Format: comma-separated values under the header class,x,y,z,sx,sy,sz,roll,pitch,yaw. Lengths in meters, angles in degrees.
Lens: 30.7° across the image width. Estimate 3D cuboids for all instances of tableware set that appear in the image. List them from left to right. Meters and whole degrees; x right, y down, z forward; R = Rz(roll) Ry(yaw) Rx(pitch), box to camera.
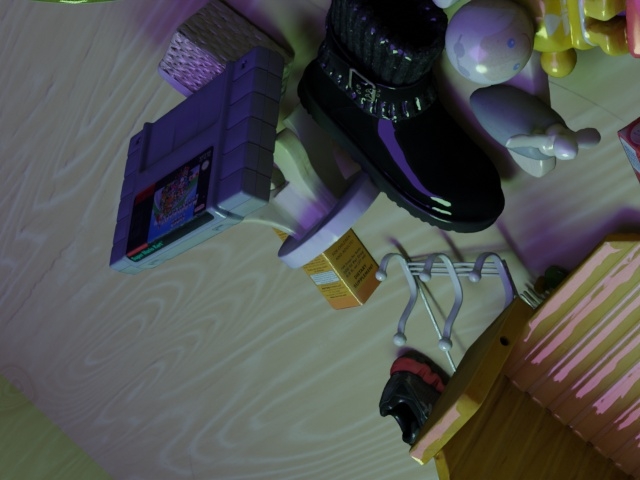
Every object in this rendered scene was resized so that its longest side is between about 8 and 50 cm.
class,x,y,z,sx,sy,sz,roll,pitch,yaw
tableware set,0.365,0.105,1.675,0.154,0.024,0.104,44,147,1

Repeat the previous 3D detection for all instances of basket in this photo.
class,x,y,z,sx,sy,sz,roll,pitch,yaw
basket,-0.133,-0.253,1.687,0.167,0.113,0.103,38,143,4

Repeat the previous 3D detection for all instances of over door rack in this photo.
class,x,y,z,sx,sy,sz,roll,pitch,yaw
over door rack,0.236,0.161,1.773,0.240,0.108,0.324,0,129,55

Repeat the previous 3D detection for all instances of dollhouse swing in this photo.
class,x,y,z,sx,sy,sz,roll,pitch,yaw
dollhouse swing,0.373,0.223,1.483,0.347,0.315,0.305,39,136,0

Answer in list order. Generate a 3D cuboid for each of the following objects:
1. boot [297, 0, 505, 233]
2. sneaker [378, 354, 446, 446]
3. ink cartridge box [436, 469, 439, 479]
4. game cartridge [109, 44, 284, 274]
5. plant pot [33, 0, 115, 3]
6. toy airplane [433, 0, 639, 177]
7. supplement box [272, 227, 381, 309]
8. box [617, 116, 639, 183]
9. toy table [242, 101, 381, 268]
class,x,y,z,sx,sy,sz,roll,pitch,yaw
boot,0.127,-0.180,1.486,0.348,0.131,0.260,39,147,5
sneaker,0.214,0.318,1.975,0.276,0.135,0.097,36,145,6
ink cartridge box,0.241,0.297,1.743,0.087,0.153,0.208,24,158,17
game cartridge,-0.180,-0.099,1.610,0.068,0.230,0.355,25,149,-29
plant pot,-0.301,-0.522,1.370,0.367,0.366,0.352,25,132,23
toy airplane,0.195,-0.263,1.193,0.386,0.272,0.384,44,148,-5
supplement box,0.000,0.000,1.875,0.080,0.078,0.233,-15,118,52
box,0.453,-0.018,1.236,0.300,0.142,0.154,54,-175,-37
toy table,-0.035,-0.074,1.663,0.161,0.252,0.274,44,152,-8
